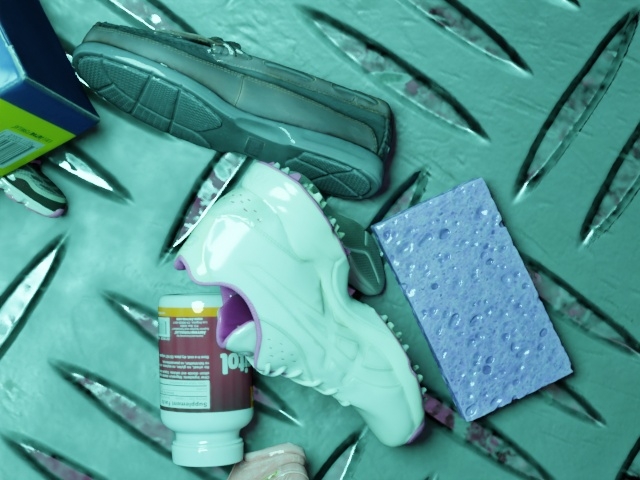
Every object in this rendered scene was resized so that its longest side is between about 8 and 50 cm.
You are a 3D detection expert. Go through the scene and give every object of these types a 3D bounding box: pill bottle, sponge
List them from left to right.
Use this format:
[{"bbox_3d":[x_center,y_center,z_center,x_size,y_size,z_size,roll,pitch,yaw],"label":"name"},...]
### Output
[{"bbox_3d":[-0.103,0.124,1.026,0.086,0.086,0.152,-1,89,-7],"label":"pill bottle"},{"bbox_3d":[0.146,0.056,1.085,0.117,0.031,0.210,-26,92,-7],"label":"sponge"}]

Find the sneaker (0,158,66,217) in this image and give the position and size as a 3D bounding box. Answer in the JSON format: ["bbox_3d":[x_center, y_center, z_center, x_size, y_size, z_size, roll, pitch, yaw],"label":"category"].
[{"bbox_3d":[-0.281,-0.097,1.021,0.075,0.063,0.170,-41,89,0],"label":"sneaker"}]

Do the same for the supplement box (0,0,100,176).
[{"bbox_3d":[-0.395,-0.109,0.903,0.356,0.195,0.194,-28,84,3],"label":"supplement box"}]

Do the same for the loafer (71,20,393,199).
[{"bbox_3d":[-0.073,-0.134,1.040,0.302,0.109,0.095,23,67,-12],"label":"loafer"}]

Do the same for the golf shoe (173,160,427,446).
[{"bbox_3d":[-0.016,0.081,0.994,0.140,0.115,0.306,-39,114,-16],"label":"golf shoe"}]

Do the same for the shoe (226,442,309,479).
[{"bbox_3d":[-0.078,0.259,1.042,0.178,0.081,0.063,-38,122,20],"label":"shoe"}]

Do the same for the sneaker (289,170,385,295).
[{"bbox_3d":[0.000,0.000,1.063,0.061,0.054,0.152,-33,112,35],"label":"sneaker"}]
